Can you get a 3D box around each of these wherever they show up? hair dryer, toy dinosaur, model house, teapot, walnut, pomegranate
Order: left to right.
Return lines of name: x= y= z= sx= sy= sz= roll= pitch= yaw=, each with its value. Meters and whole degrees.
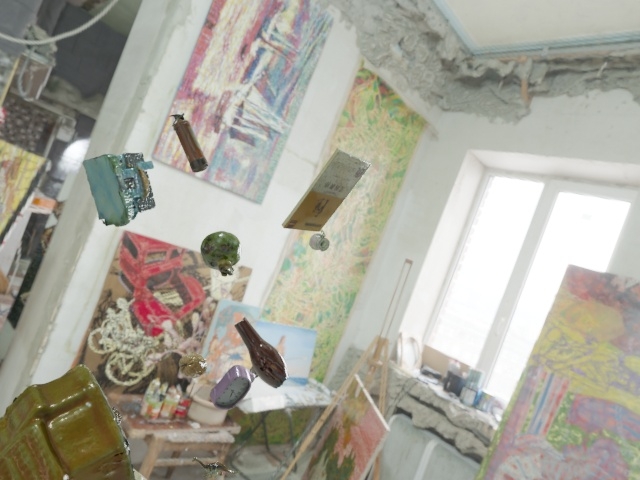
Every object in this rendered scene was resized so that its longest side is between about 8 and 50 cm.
model house: x=-0.503 y=0.402 z=0.803 sx=0.239 sy=0.174 sz=0.268 roll=-21 pitch=58 yaw=-43
model house: x=-0.721 y=-0.203 z=1.655 sx=0.225 sy=0.262 sz=0.241 roll=-1 pitch=14 yaw=37
walnut: x=-0.400 y=0.392 z=1.356 sx=0.079 sy=0.082 sz=0.096 roll=59 pitch=5 yaw=18
toy dinosaur: x=-0.369 y=0.813 z=1.521 sx=0.180 sy=0.058 sz=0.037 roll=13 pitch=-5 yaw=-5
pomegranate: x=-0.280 y=0.044 z=1.238 sx=0.122 sy=0.122 sz=0.162 roll=22 pitch=34 yaw=-46
hair dryer: x=-0.289 y=0.508 z=1.867 sx=0.313 sy=0.123 sz=0.340 roll=52 pitch=-35 yaw=7
teapot: x=0.000 y=0.000 z=1.567 sx=0.064 sy=0.084 sz=0.064 roll=6 pitch=8 yaw=-32

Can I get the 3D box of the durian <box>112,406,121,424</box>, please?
durian: x=-0.634 y=0.528 z=1.279 sx=0.091 sy=0.080 sz=0.080 roll=57 pitch=-11 yaw=-14

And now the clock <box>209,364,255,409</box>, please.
clock: x=-0.284 y=0.493 z=1.428 sx=0.110 sy=0.153 sz=0.050 roll=36 pitch=7 yaw=-34

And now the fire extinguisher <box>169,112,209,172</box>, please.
fire extinguisher: x=-0.367 y=-0.276 z=1.192 sx=0.062 sy=0.177 sz=0.050 roll=-26 pitch=-3 yaw=36

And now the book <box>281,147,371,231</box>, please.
book: x=0.013 y=-0.086 z=0.789 sx=0.012 sy=0.172 sz=0.118 roll=48 pitch=23 yaw=26

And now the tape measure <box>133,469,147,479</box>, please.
tape measure: x=-0.645 y=0.845 z=1.307 sx=0.133 sy=0.231 sz=0.271 roll=50 pitch=-16 yaw=-15
